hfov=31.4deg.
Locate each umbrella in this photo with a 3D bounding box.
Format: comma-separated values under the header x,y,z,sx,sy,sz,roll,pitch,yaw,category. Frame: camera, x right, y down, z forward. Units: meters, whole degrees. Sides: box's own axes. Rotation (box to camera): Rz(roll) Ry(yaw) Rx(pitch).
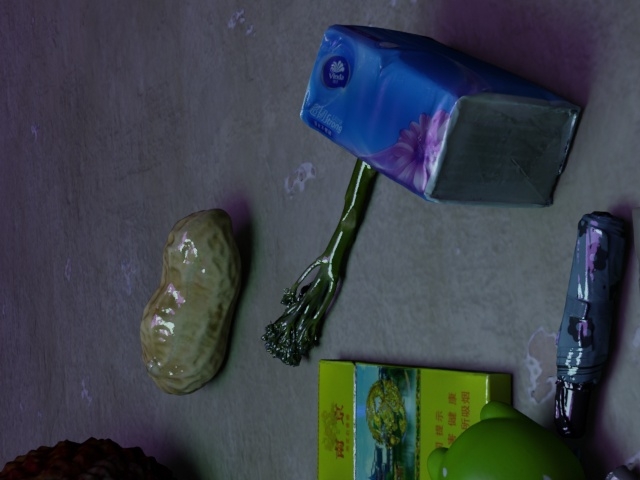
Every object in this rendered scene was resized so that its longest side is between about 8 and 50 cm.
x,y,z,sx,sy,sz,roll,pitch,yaw,category
0.291,0.092,1.240,0.052,0.053,0.250,17,102,60,umbrella

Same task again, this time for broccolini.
x,y,z,sx,sy,sz,roll,pitch,yaw,category
0.001,0.002,1.604,0.079,0.074,0.392,37,118,40,broccolini

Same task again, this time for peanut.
x,y,z,sx,sy,sz,roll,pitch,yaw,category
-0.207,0.095,1.812,0.140,0.153,0.325,35,122,43,peanut

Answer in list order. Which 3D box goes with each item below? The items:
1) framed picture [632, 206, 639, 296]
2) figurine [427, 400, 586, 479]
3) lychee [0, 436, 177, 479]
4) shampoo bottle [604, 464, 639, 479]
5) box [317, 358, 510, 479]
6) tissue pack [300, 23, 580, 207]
x,y,z,sx,sy,sz,roll,pitch,yaw,category
0.407,0.093,1.115,0.213,0.016,0.289,-13,78,52,framed picture
0.235,0.301,1.226,0.162,0.143,0.263,-44,65,9,figurine
-0.367,0.513,1.787,0.500,0.424,0.424,-23,69,34,lychee
0.351,0.298,1.155,0.165,0.040,0.080,52,132,39,shampoo bottle
0.111,0.253,1.470,0.335,0.047,0.187,-3,86,53,box
0.134,-0.150,1.340,0.263,0.198,0.146,36,117,48,tissue pack
